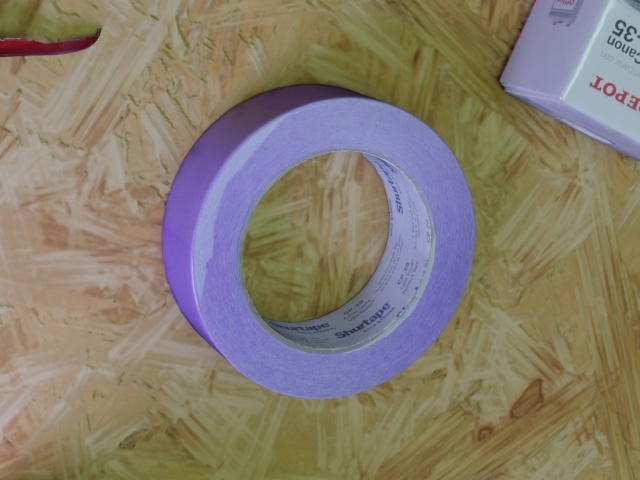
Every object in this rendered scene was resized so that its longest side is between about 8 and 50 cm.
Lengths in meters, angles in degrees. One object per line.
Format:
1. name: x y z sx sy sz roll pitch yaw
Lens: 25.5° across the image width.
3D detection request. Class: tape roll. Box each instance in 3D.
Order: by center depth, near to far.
1. tape roll: 0.000 0.000 1.279 0.275 0.090 0.274 -6 107 -22

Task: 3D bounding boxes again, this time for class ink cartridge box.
1. ink cartridge box: 0.330 -0.227 1.347 0.207 0.117 0.283 23 94 -27

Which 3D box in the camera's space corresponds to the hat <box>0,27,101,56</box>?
1. hat: -0.325 -0.120 1.139 0.209 0.183 0.173 13 92 15
